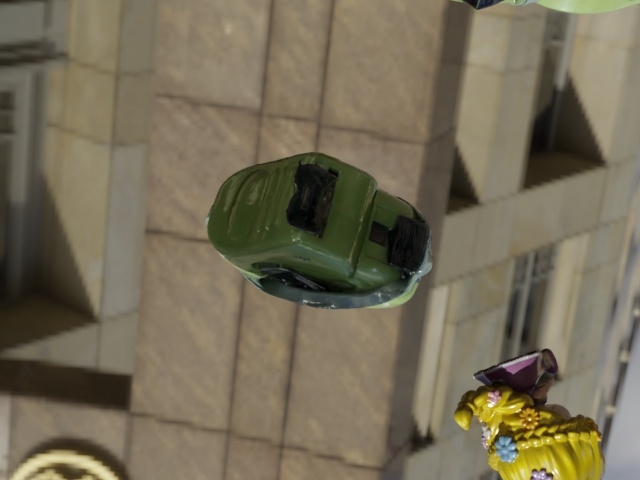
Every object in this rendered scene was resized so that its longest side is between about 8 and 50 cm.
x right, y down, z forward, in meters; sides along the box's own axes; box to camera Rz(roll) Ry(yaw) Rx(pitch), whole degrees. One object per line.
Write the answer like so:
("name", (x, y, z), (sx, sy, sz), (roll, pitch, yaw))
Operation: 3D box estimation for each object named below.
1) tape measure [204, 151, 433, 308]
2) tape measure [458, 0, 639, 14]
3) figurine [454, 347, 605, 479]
("tape measure", (0.000, 0.000, 1.208), (0.175, 0.106, 0.200), (23, 164, -28))
("tape measure", (0.082, -0.189, 0.783), (0.154, 0.087, 0.177), (-19, -125, -21))
("figurine", (0.174, 0.176, 1.263), (0.115, 0.156, 0.095), (-16, 170, -35))
